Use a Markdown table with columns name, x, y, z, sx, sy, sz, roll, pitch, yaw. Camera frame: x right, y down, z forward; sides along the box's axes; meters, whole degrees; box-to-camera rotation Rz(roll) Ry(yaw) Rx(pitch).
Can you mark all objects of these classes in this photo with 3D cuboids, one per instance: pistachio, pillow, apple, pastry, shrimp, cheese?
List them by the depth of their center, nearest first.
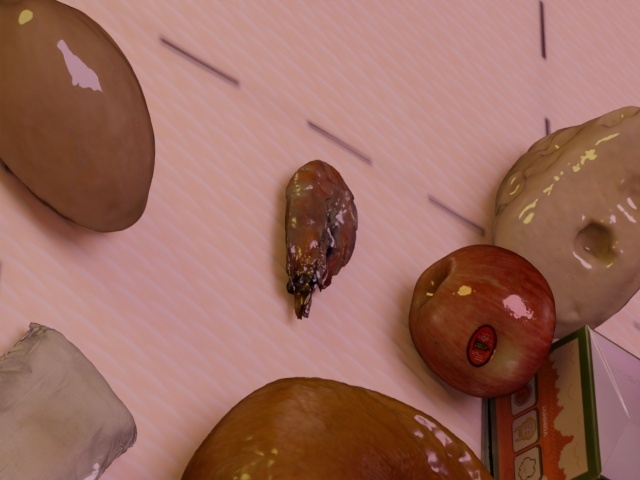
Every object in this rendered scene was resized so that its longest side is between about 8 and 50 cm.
| name | x | y | z | sx | sy | sz | roll | pitch | yaw |
| --- | --- | --- | --- | --- | --- | --- | --- | --- | --- |
| pillow | -0.229 | 0.161 | 1.441 | 0.128 | 0.051 | 0.229 | 46 | 38 | -5 |
| pastry | 0.035 | 0.269 | 1.575 | 0.356 | 0.164 | 0.356 | 24 | 50 | -33 |
| pistachio | -0.213 | -0.107 | 1.583 | 0.226 | 0.135 | 0.136 | 61 | 37 | -10 |
| shrimp | 0.000 | 0.000 | 1.806 | 0.101 | 0.042 | 0.190 | 45 | 39 | -30 |
| apple | 0.156 | 0.075 | 1.852 | 0.131 | 0.146 | 0.146 | 27 | 46 | -11 |
| cheese | 0.292 | -0.023 | 2.011 | 0.173 | 0.251 | 0.248 | 46 | 56 | -15 |

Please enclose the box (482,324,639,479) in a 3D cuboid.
| name | x | y | z | sx | sy | sz | roll | pitch | yaw |
| --- | --- | --- | --- | --- | --- | --- | --- | --- | --- |
| box | 0.277 | 0.221 | 1.882 | 0.195 | 0.148 | 0.178 | 30 | 43 | -32 |
